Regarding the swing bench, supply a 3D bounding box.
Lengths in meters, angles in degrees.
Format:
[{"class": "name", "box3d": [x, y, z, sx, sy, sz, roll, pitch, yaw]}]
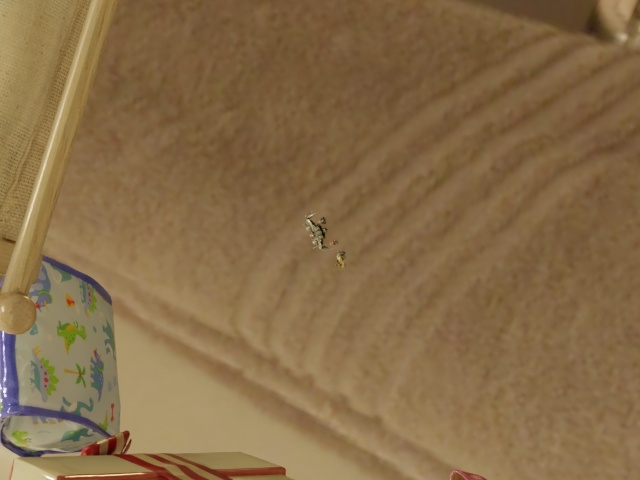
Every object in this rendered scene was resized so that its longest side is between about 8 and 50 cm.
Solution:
[{"class": "swing bench", "box3d": [-0.198, -0.096, 0.771, 0.254, 0.165, 0.253, 175, 112, -77]}]

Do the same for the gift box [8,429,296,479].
[{"class": "gift box", "box3d": [-0.068, 0.280, 0.954, 0.276, 0.258, 0.255, 18, -92, -54]}]

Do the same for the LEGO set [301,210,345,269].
[{"class": "LEGO set", "box3d": [0.000, -0.001, 1.674, 0.023, 0.083, 0.054, -25, -52, -15]}]

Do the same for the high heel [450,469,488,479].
[{"class": "high heel", "box3d": [0.237, 0.404, 1.938, 0.082, 0.117, 0.244, -38, 33, 18]}]

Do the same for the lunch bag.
[{"class": "lunch bag", "box3d": [-0.210, 0.086, 1.102, 0.151, 0.096, 0.129, 73, -171, -70]}]
